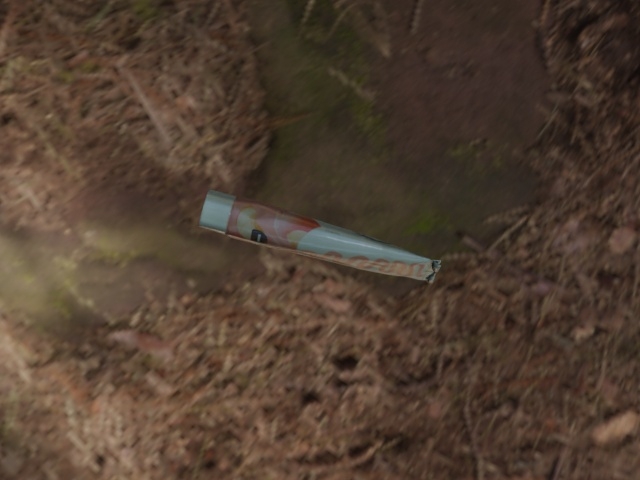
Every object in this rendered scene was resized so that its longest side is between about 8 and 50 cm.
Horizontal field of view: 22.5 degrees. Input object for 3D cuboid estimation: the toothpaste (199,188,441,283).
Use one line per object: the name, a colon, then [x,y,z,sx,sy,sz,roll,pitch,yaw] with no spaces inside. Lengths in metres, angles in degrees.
toothpaste: [0.000,0.000,1.362,0.205,0.056,0.036,15,73,1]
